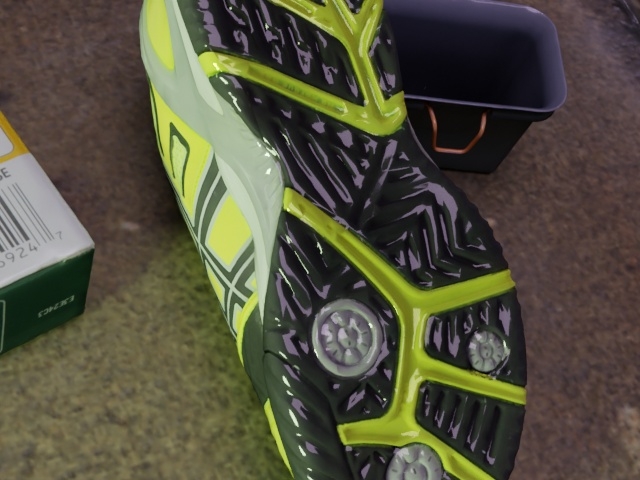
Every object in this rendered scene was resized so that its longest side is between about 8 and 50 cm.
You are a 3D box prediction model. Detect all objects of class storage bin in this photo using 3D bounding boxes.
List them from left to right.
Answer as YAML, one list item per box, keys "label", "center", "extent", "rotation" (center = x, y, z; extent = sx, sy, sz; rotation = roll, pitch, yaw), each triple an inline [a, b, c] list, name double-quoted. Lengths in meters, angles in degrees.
- label: "storage bin"
  center: [0.072, -0.087, 0.832]
  extent: [0.135, 0.091, 0.098]
  rotation: [4, 58, -12]

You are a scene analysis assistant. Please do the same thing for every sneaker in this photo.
- label: "sneaker"
  center: [0.000, 0.000, 0.740]
  extent: [0.145, 0.147, 0.385]
  rotation: [-10, 80, -24]

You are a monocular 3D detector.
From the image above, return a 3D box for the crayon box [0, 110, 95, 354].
- label: "crayon box"
  center: [-0.293, -0.057, 0.721]
  extent: [0.203, 0.083, 0.323]
  rotation: [-27, 70, -28]
